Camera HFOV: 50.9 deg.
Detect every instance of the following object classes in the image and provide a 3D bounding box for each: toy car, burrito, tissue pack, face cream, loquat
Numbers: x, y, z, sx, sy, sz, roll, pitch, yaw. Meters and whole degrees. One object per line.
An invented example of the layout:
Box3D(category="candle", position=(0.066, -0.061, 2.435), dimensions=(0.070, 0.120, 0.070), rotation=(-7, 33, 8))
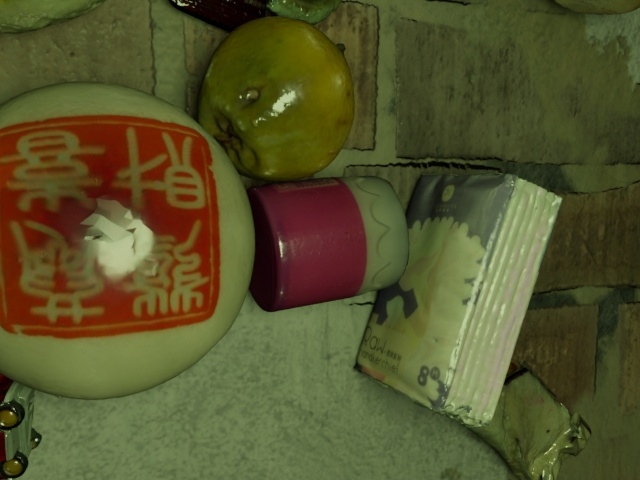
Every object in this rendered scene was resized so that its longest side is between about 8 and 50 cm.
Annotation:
Box3D(category="toy car", position=(-0.407, 0.220, 0.819), dimensions=(0.112, 0.112, 0.139), rotation=(4, 104, -10))
Box3D(category="burrito", position=(0.335, 0.299, 1.157), dimensions=(0.348, 0.107, 0.175), rotation=(40, 62, -24))
Box3D(category="tissue pack", position=(0.192, 0.075, 0.996), dimensions=(0.125, 0.242, 0.343), rotation=(22, 86, -25))
Box3D(category="face cream", position=(0.000, 0.000, 0.938), dimensions=(0.195, 0.175, 0.175), rotation=(-10, 98, -24))
Box3D(category="loquat", position=(-0.044, -0.195, 0.895), dimensions=(0.246, 0.213, 0.213), rotation=(-47, 112, -33))

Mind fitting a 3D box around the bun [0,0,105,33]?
Box3D(category="bun", position=(-0.350, -0.416, 0.724), dimensions=(0.366, 0.219, 0.364), rotation=(-4, 99, -23))

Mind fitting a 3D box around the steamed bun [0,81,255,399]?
Box3D(category="steamed bun", position=(-0.252, -0.005, 0.764), dimensions=(0.375, 0.241, 0.374), rotation=(2, 82, -15))

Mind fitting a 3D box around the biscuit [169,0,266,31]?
Box3D(category="biscuit", position=(-0.129, -0.410, 0.910), dimensions=(0.151, 0.063, 0.235), rotation=(7, 87, -37))

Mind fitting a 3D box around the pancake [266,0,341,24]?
Box3D(category="pancake", position=(-0.036, -0.427, 0.923), dimensions=(0.254, 0.037, 0.253), rotation=(3, 86, -44))

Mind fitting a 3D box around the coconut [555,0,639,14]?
Box3D(category="coconut", position=(0.496, -0.538, 1.049), dimensions=(0.353, 0.353, 0.352), rotation=(-2, 95, -24))
